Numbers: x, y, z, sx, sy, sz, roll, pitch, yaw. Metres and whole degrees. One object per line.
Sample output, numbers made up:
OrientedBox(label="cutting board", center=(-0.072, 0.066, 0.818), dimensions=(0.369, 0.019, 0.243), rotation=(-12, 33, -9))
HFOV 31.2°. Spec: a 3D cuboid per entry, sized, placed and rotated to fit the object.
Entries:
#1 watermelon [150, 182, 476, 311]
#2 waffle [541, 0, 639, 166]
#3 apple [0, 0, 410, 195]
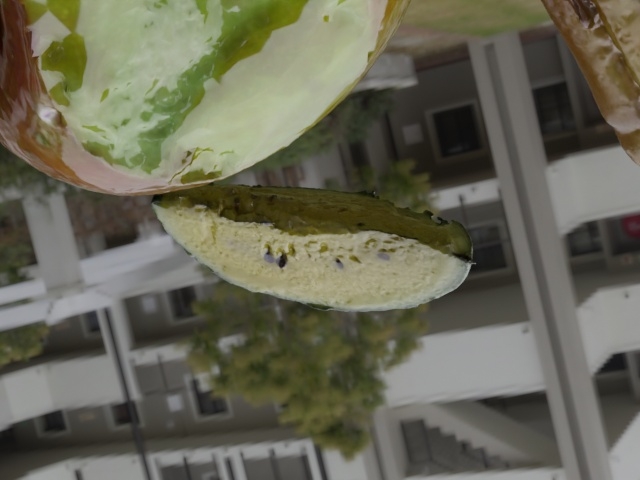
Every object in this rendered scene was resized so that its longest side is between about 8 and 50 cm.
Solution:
OrientedBox(label="watermelon", center=(0.000, 0.000, 1.070), dimensions=(0.301, 0.123, 0.129), rotation=(9, 174, 13))
OrientedBox(label="waffle", center=(0.261, -0.240, 0.930), dimensions=(0.098, 0.328, 0.224), rotation=(-13, -150, 47))
OrientedBox(label="apple", center=(-0.093, -0.203, 0.633), dimensions=(0.339, 0.340, 0.339), rotation=(-13, -175, 1))
